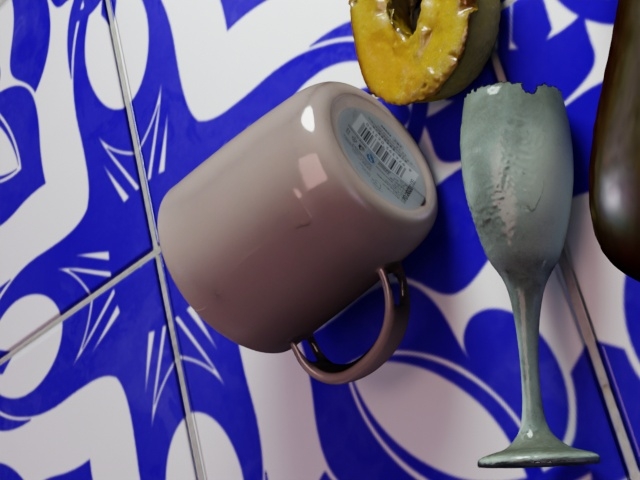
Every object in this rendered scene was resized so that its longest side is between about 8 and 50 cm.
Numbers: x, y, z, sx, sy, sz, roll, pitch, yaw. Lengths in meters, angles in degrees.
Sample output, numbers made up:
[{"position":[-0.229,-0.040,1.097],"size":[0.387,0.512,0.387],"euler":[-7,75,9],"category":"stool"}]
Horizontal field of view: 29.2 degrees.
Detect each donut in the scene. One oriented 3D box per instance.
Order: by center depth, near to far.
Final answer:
[{"position":[0.099,-0.208,1.136],"size":[0.162,0.065,0.179],"euler":[-20,70,46],"category":"donut"}]

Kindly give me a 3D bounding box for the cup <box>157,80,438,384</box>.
[{"position":[0.000,0.000,1.118],"size":[0.200,0.191,0.253],"euler":[-36,73,31],"category":"cup"}]

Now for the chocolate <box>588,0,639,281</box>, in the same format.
[{"position":[0.307,-0.080,0.705],"size":[0.383,0.383,0.331],"euler":[40,112,41],"category":"chocolate"}]

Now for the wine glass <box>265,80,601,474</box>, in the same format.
[{"position":[0.083,0.029,0.996],"size":[0.096,0.264,0.310],"euler":[104,165,-77],"category":"wine glass"}]
